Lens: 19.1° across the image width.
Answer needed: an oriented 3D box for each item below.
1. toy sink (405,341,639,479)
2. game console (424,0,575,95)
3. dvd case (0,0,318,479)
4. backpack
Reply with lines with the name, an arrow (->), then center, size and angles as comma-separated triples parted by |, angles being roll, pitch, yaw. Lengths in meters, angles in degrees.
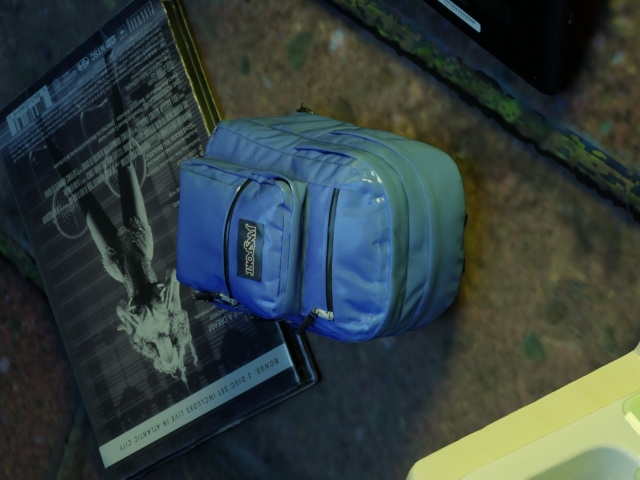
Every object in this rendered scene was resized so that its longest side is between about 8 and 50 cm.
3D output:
toy sink -> 0.110, 0.143, 0.697 | 0.153, 0.131, 0.234 | 51, 147, 26
game console -> 0.085, -0.142, 0.811 | 0.122, 0.071, 0.107 | 43, 154, 33
dvd case -> -0.094, 0.000, 1.004 | 0.164, 0.018, 0.221 | -31, 73, 41
backpack -> 0.000, 0.000, 0.856 | 0.120, 0.101, 0.098 | 15, 113, 39
